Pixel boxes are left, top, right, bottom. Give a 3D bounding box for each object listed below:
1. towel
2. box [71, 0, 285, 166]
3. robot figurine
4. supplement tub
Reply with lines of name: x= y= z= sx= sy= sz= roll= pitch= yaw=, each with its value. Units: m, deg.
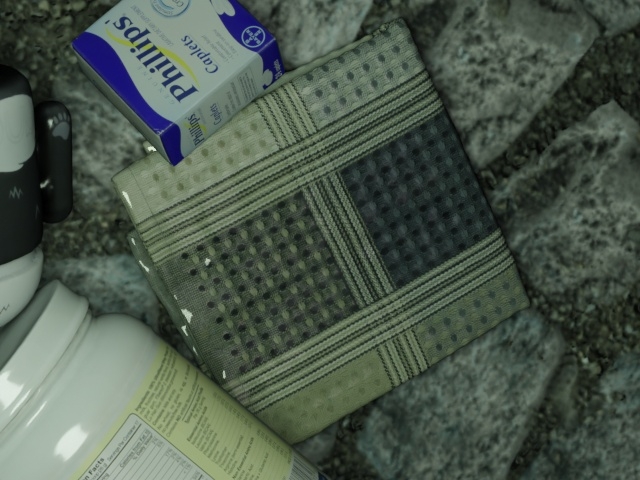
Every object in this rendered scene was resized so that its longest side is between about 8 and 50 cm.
towel: x=0.000 y=0.000 z=1.817 sx=0.324 sy=0.056 sz=0.312 roll=-29 pitch=102 yaw=-14
box: x=-0.125 y=-0.161 z=1.733 sx=0.137 sy=0.072 sz=0.126 roll=-42 pitch=72 yaw=-9
robot figurine: x=-0.323 y=-0.053 z=1.648 sx=0.209 sy=0.173 sz=0.278 roll=-1 pitch=109 yaw=4
supplement tub: x=-0.165 y=0.211 z=1.681 sx=0.325 sy=0.235 sz=0.235 roll=41 pitch=83 yaw=-12
